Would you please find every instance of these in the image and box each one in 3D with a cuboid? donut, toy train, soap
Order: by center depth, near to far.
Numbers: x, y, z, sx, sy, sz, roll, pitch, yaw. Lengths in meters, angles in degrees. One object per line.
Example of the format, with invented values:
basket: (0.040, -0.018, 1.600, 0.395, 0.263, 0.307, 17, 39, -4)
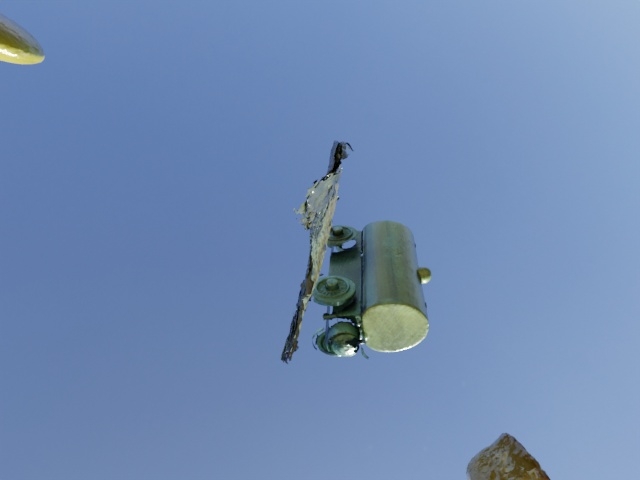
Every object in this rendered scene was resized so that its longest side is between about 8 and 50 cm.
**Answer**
soap: (-0.276, -0.163, 0.341, 0.169, 0.033, 0.089, 14, -162, -49)
donut: (0.205, 0.282, 0.477, 0.075, 0.174, 0.190, -33, -97, 0)
toy train: (0.078, 0.074, 0.822, 0.190, 0.126, 0.307, 4, -151, 3)

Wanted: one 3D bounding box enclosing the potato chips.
potato chips: (-0.004, -0.001, 0.500, 0.029, 0.219, 0.202, 16, -136, 4)
